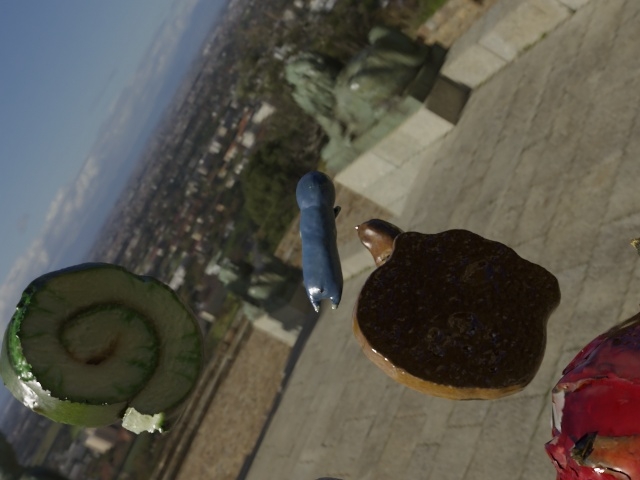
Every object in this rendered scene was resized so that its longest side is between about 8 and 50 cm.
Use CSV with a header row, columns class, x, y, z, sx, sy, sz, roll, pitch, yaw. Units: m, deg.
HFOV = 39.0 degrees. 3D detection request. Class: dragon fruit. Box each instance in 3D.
class,x,y,z,sx,sy,sz,roll,pitch,yaw
dragon fruit,0.368,0.197,0.849,0.296,0.302,0.295,-3,-90,-73

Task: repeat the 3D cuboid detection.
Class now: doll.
class,x,y,z,sx,sy,sz,roll,pitch,yaw
doll,0.000,0.000,0.798,0.027,0.037,0.125,21,-117,-72

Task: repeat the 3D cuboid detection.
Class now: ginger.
class,x,y,z,sx,sy,sz,roll,pitch,yaw
ginger,0.192,0.081,1.596,0.107,0.309,0.133,-25,36,41

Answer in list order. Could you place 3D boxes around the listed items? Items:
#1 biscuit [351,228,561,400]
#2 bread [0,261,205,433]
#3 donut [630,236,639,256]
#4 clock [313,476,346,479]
class,x,y,z,sx,sy,sz,roll,pitch,yaw
biscuit,0.190,0.103,1.287,0.049,0.273,0.257,89,-155,-60
bread,-0.409,0.221,1.742,0.366,0.382,0.129,-31,-17,-44
donut,0.595,-0.009,1.445,0.078,0.146,0.181,-82,9,-49
clock,0.002,0.406,1.253,0.176,0.080,0.117,-13,-70,-67
